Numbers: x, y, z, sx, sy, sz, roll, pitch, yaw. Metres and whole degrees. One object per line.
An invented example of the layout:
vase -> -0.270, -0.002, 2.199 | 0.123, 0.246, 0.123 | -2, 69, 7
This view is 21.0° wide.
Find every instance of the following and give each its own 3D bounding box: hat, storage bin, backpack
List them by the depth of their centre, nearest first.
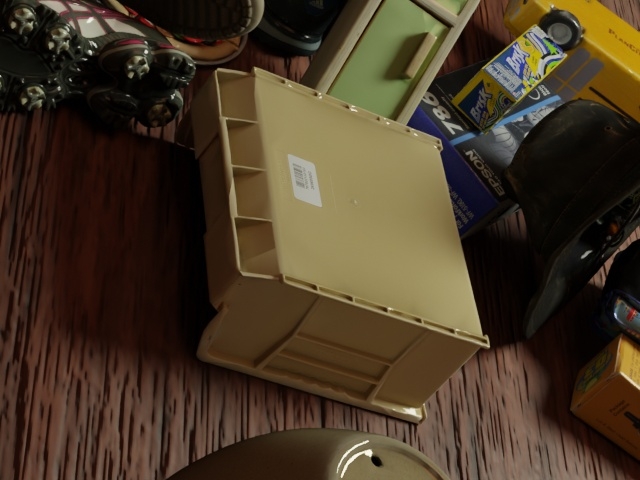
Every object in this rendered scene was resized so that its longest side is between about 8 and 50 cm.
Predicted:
storage bin -> 0.000, 0.000, 1.572 | 0.260, 0.123, 0.262 | 18, 43, -29
hat -> 0.263, -0.060, 1.739 | 0.134, 0.331, 0.331 | 42, 35, 12
backpack -> 0.361, 0.076, 1.817 | 0.158, 0.173, 0.117 | 33, 79, -1

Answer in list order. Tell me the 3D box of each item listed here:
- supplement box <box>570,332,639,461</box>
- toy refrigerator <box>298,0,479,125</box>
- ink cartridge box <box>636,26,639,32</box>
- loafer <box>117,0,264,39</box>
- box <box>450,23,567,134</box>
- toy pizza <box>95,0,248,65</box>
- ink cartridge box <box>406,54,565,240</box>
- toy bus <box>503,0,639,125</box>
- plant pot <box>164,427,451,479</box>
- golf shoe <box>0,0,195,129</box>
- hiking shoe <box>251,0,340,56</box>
supplement box -> 0.368, 0.196, 1.750 | 0.233, 0.078, 0.080 | 35, 37, -11
toy refrigerator -> 0.077, -0.212, 1.739 | 0.102, 0.269, 0.094 | 33, -6, -14
ink cartridge box -> 0.470, -0.189, 2.202 | 0.198, 0.115, 0.067 | 37, 36, -9
loafer -> -0.164, -0.273, 1.643 | 0.268, 0.102, 0.092 | 23, 41, 16
box -> 0.208, -0.178, 1.890 | 0.054, 0.059, 0.169 | 45, 35, 3
toy pizza -> -0.156, -0.261, 1.766 | 0.201, 0.032, 0.201 | 25, 40, -23
ink cartridge box -> 0.173, -0.105, 1.889 | 0.165, 0.065, 0.332 | 50, 38, 10
toy bus -> 0.356, -0.185, 2.078 | 0.332, 0.130, 0.108 | 34, 38, -11
plant pot -> 0.009, 0.249, 1.270 | 0.284, 0.191, 0.284 | 25, 40, -23
golf shoe -> -0.247, -0.177, 1.562 | 0.273, 0.105, 0.120 | 15, 27, -39
hiking shoe -> -0.021, -0.339, 1.885 | 0.113, 0.132, 0.304 | 15, 44, -32
